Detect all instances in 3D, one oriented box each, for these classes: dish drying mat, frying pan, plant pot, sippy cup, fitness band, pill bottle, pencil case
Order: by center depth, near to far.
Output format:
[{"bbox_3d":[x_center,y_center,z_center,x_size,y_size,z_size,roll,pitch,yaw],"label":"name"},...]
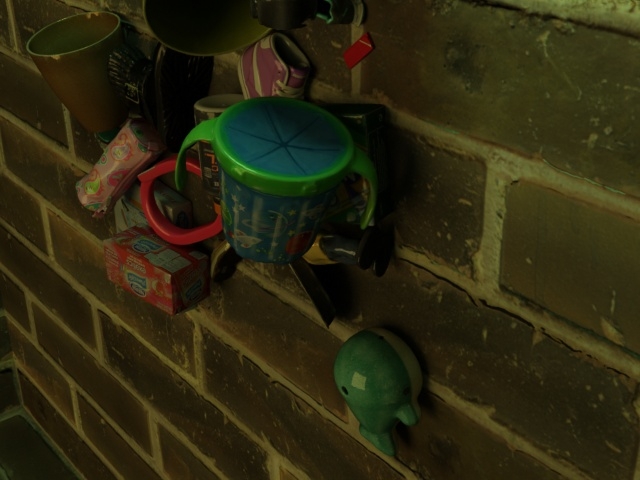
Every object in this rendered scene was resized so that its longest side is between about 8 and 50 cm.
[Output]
[{"bbox_3d":[-0.076,-0.089,1.585,0.305,0.240,0.224,37,136,24],"label":"sippy cup"},{"bbox_3d":[0.066,-0.333,1.639,0.083,0.008,0.032,-31,82,56],"label":"dish drying mat"},{"bbox_3d":[-0.223,-0.548,1.748,0.275,0.274,0.294,119,140,-49],"label":"plant pot"},{"bbox_3d":[-0.041,0.069,1.953,0.197,0.053,0.326,60,178,-24],"label":"frying pan"},{"bbox_3d":[-0.192,-0.178,1.980,0.130,0.130,0.246,25,127,47],"label":"pill bottle"},{"bbox_3d":[-0.320,-0.096,2.203,0.290,0.054,0.209,-16,110,42],"label":"fitness band"},{"bbox_3d":[-0.504,-0.182,2.351,0.284,0.124,0.124,-43,69,29],"label":"pencil case"},{"bbox_3d":[-0.578,-0.411,2.355,0.237,0.237,0.254,31,146,44],"label":"plant pot"}]

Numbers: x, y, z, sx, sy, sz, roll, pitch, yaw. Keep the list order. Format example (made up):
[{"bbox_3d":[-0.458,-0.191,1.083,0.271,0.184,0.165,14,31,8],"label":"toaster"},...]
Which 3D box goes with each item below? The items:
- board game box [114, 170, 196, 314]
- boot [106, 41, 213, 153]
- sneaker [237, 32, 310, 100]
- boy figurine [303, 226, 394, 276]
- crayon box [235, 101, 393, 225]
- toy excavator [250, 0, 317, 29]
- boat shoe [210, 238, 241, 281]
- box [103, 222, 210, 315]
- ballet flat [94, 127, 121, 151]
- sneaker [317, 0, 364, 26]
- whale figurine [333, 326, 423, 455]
[{"bbox_3d":[-0.445,-0.011,2.482,0.318,0.065,0.318,33,131,42],"label":"board game box"},{"bbox_3d":[-0.377,-0.394,2.127,0.260,0.131,0.348,48,141,29],"label":"boot"},{"bbox_3d":[-0.068,-0.257,1.791,0.161,0.102,0.282,-20,90,54],"label":"sneaker"},{"bbox_3d":[0.000,0.000,1.776,0.285,0.177,0.092,15,84,39],"label":"boy figurine"},{"bbox_3d":[-0.035,-0.145,1.714,0.322,0.083,0.203,6,114,31],"label":"crayon box"},{"bbox_3d":[-0.159,-0.525,1.477,0.445,0.432,0.222,43,147,35],"label":"toy excavator"},{"bbox_3d":[-0.231,0.027,2.205,0.190,0.068,0.072,-53,52,52],"label":"boat shoe"},{"bbox_3d":[-0.404,0.068,2.302,0.256,0.128,0.123,23,126,34],"label":"box"},{"bbox_3d":[-0.531,-0.246,2.481,0.221,0.076,0.079,24,129,42],"label":"ballet flat"},{"bbox_3d":[0.002,-0.425,1.620,0.166,0.076,0.065,44,138,33],"label":"sneaker"},{"bbox_3d":[0.099,0.303,1.806,0.216,0.141,0.272,34,133,41],"label":"whale figurine"}]
